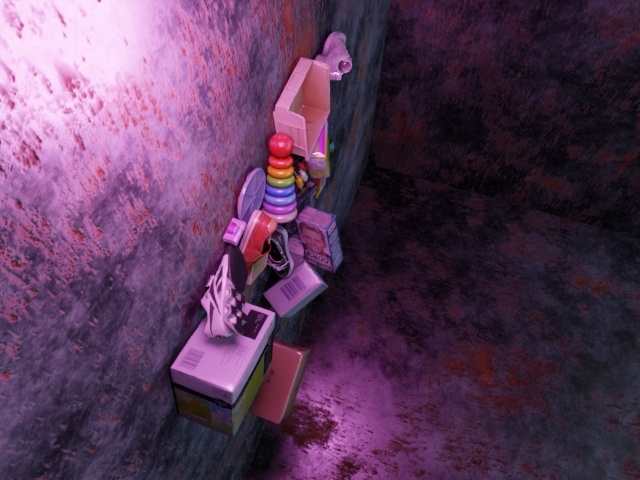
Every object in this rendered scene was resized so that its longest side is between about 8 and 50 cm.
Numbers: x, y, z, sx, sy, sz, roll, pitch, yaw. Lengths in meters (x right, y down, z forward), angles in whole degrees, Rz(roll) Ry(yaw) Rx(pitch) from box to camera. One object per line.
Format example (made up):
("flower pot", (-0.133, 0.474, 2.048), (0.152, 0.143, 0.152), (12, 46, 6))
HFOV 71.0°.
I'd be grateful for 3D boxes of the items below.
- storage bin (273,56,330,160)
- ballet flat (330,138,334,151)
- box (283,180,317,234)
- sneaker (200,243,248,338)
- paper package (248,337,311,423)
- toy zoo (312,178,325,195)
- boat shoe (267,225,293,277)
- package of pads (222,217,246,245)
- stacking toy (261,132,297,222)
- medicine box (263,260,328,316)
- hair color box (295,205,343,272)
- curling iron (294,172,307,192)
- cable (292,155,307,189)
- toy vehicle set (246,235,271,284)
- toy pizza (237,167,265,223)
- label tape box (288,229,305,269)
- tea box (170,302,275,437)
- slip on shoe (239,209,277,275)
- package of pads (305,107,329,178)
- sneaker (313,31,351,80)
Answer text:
("storage bin", (-0.062, -0.490, 1.675), (0.260, 0.123, 0.262), (88, 22, -64))
("ballet flat", (0.012, -0.484, 2.300), (0.247, 0.083, 0.087), (-51, 132, -66))
("box", (-0.097, -0.161, 2.171), (0.232, 0.059, 0.183), (-48, 154, -47))
("sneaker", (-0.320, 0.155, 1.442), (0.122, 0.146, 0.330), (53, 27, -48))
("paper package", (-0.243, 0.601, 2.015), (0.168, 0.310, 0.324), (39, 68, -75))
("toy zoo", (-0.004, -0.359, 2.520), (0.192, 0.030, 0.293), (-61, 165, -51))
("boat shoe", (-0.188, 0.077, 1.994), (0.306, 0.113, 0.105), (94, 17, -47))
("package of pads", (-0.281, -0.028, 1.464), (0.032, 0.050, 0.083), (98, 12, -67))
("stacking toy", (-0.153, -0.236, 1.663), (0.141, 0.141, 0.330), (-59, 156, -55))
("medicine box", (-0.117, 0.252, 2.274), (0.263, 0.149, 0.289), (-39, 169, -1))
("hair color box", (0.000, 0.000, 2.208), (0.105, 0.174, 0.347), (-55, 152, -29))
("curling iron", (-0.105, -0.265, 2.093), (0.274, 0.035, 0.068), (-56, 161, -59))
("cable", (-0.102, -0.317, 1.911), (0.287, 0.072, 0.139), (44, 58, -79))
("toy vehicle set", (-0.247, 0.025, 1.798), (0.166, 0.035, 0.266), (-55, 160, -61))
("toy pizza", (-0.241, -0.153, 1.530), (0.201, 0.032, 0.201), (19, 90, -80))
("label tape box", (-0.094, -0.005, 2.410), (0.240, 0.106, 0.333), (25, 82, -80))
("tea box", (-0.320, 0.429, 1.544), (0.329, 0.220, 0.323), (-62, 165, -47))
("slip on shoe", (-0.233, 0.032, 1.605), (0.123, 0.101, 0.331), (-70, -175, -48))
("package of pads", (-0.008, -0.413, 1.972), (0.296, 0.101, 0.229), (66, 24, -81))
("sneaker", (0.071, -0.759, 1.876), (0.114, 0.152, 0.305), (89, 19, -55))
